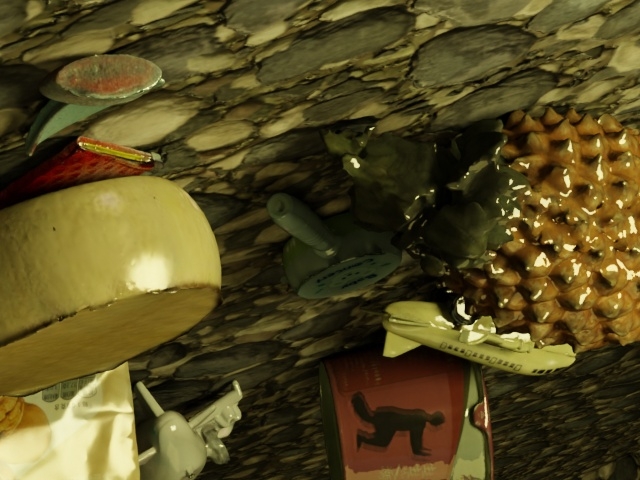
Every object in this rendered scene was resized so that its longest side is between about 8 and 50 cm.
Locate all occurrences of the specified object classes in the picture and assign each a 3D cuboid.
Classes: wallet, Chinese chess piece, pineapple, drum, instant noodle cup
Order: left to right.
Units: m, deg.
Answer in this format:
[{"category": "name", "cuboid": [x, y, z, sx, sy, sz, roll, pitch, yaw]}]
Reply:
[{"category": "wallet", "cuboid": [-0.227, -0.025, 1.434, 0.196, 0.020, 0.103, -29, 160, 26]}, {"category": "Chinese chess piece", "cuboid": [-0.205, 0.042, 1.451, 0.257, 0.104, 0.257, -21, 169, -4]}, {"category": "drum", "cuboid": [0.020, -0.006, 1.694, 0.130, 0.049, 0.253, -18, 162, -4]}, {"category": "instant noodle cup", "cuboid": [0.098, 0.217, 2.190, 0.178, 0.235, 0.235, -7, 161, -6]}, {"category": "pineapple", "cuboid": [0.155, -0.025, 1.577, 0.357, 0.223, 0.223, 14, 144, -41]}]

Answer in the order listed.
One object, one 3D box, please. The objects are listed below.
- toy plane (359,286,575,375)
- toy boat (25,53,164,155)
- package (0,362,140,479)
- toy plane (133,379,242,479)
[{"category": "toy plane", "cuboid": [0.173, 0.099, 2.025, 0.244, 0.092, 0.229, 6, -178, -16]}, {"category": "toy boat", "cuboid": [-0.168, -0.096, 1.285, 0.096, 0.034, 0.122, -8, 168, -31]}, {"category": "package", "cuboid": [-0.349, 0.214, 1.789, 0.311, 0.221, 0.165, -4, 177, -38]}, {"category": "toy plane", "cuboid": [-0.190, 0.245, 2.117, 0.252, 0.118, 0.252, -36, 169, -8]}]
